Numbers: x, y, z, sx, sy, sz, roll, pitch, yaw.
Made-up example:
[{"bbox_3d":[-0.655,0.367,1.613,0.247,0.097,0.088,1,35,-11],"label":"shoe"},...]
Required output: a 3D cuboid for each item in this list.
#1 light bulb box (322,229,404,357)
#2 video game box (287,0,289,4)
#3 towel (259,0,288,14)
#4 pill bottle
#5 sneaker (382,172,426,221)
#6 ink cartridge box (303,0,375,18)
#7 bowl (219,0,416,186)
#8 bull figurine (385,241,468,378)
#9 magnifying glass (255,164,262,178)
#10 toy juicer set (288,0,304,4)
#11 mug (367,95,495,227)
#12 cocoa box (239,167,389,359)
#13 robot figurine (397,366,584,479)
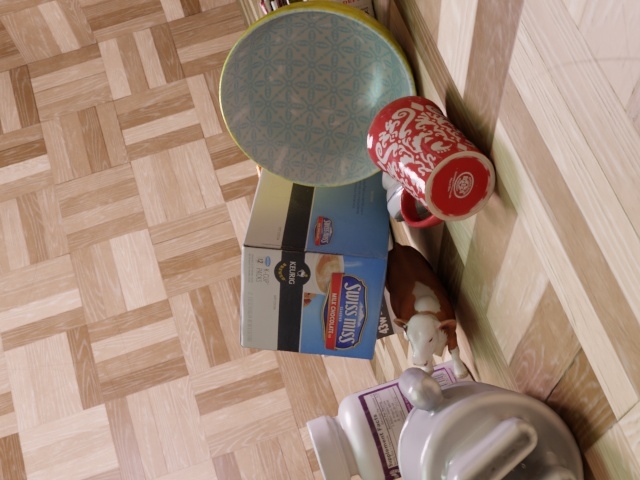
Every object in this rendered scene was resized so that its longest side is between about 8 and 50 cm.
[{"bbox_3d":[0.033,0.017,2.054,0.361,0.225,0.357,-121,14,-67],"label":"light bulb box"},{"bbox_3d":[-0.039,-0.505,2.004,0.205,0.048,0.187,-127,21,-77],"label":"video game box"},{"bbox_3d":[-0.057,-0.366,1.704,0.329,0.037,0.237,-91,-19,-70],"label":"towel"},{"bbox_3d":[0.135,0.337,1.587,0.169,0.302,0.169,162,90,-86],"label":"pill bottle"},{"bbox_3d":[0.129,-0.085,1.328,0.258,0.094,0.091,113,135,-84],"label":"sneaker"},{"bbox_3d":[0.037,-0.336,1.413,0.056,0.099,0.135,-115,7,-57],"label":"ink cartridge box"},{"bbox_3d":[0.004,-0.242,1.336,0.156,0.290,0.289,-77,-23,-53],"label":"bowl"},{"bbox_3d":[0.176,0.129,1.509,0.310,0.101,0.188,-99,-8,-56],"label":"bull figurine"},{"bbox_3d":[-0.100,-0.050,1.884,0.092,0.026,0.230,146,111,-83],"label":"magnifying glass"},{"bbox_3d":[-0.055,-0.556,1.686,0.329,0.090,0.209,-57,-51,-81],"label":"toy juicer set"},{"bbox_3d":[0.147,-0.087,1.110,0.150,0.113,0.169,64,176,-32],"label":"mug"},{"bbox_3d":[0.000,0.000,1.526,0.347,0.228,0.231,-82,-2,-52],"label":"cocoa box"},{"bbox_3d":[0.211,0.288,1.147,0.300,0.200,0.353,53,174,2],"label":"robot figurine"}]
